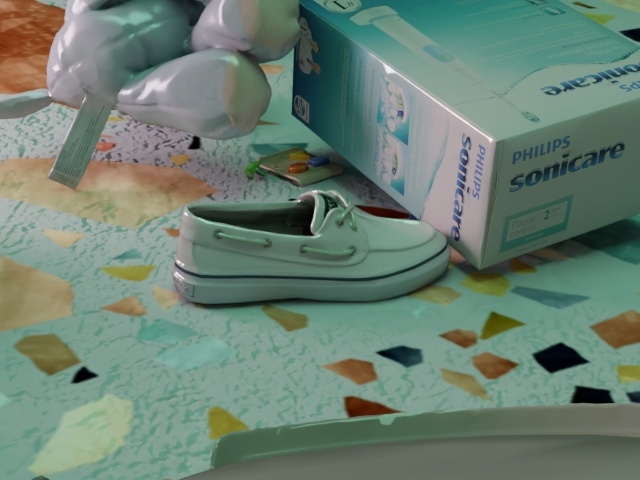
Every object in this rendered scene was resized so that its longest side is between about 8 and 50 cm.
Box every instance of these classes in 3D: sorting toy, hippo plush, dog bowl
[{"bbox_3d":[-0.028,-0.068,1.241,0.083,0.012,0.062,-20,36,-41],"label":"sorting toy"},{"bbox_3d":[-0.122,-0.170,1.261,0.234,0.294,0.236,33,7,13],"label":"hippo plush"},{"bbox_3d":[0.049,0.139,0.587,0.349,0.102,0.349,-5,-3,0],"label":"dog bowl"}]

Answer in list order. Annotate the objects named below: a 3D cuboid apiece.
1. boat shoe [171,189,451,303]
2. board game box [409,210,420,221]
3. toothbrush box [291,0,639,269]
[{"bbox_3d":[0.000,0.000,1.036,0.226,0.076,0.083,-8,29,-23],"label":"boat shoe"},{"bbox_3d":[0.126,-0.029,1.178,0.090,0.020,0.090,8,28,7],"label":"board game box"},{"bbox_3d":[0.141,-0.124,1.182,0.216,0.126,0.295,-18,38,-28],"label":"toothbrush box"}]
